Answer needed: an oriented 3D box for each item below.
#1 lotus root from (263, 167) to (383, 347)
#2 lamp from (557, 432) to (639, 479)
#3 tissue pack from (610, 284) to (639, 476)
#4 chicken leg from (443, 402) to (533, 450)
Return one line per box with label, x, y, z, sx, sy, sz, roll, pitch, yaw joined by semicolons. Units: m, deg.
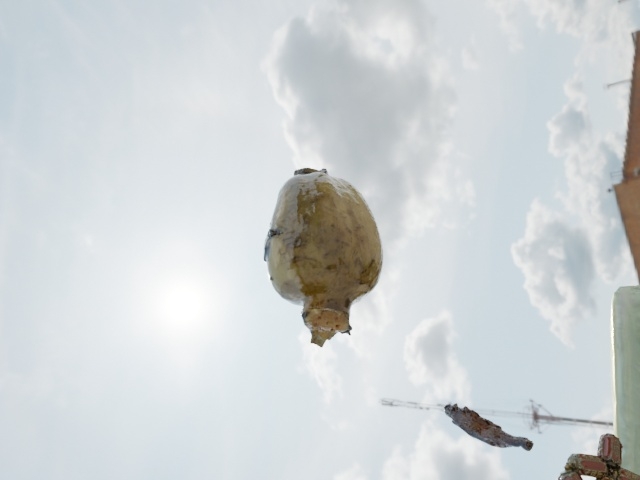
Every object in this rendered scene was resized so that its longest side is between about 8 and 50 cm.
lotus root;0.000;0.000;0.643;0.154;0.140;0.257;4;-126;-20
lamp;0.267;0.228;0.460;0.083;0.031;0.063;-15;-119;-20
tissue pack;0.610;0.249;0.784;0.404;0.205;0.332;13;-103;-51
chicken leg;0.368;0.417;1.073;0.053;0.204;0.093;-54;-38;-30
